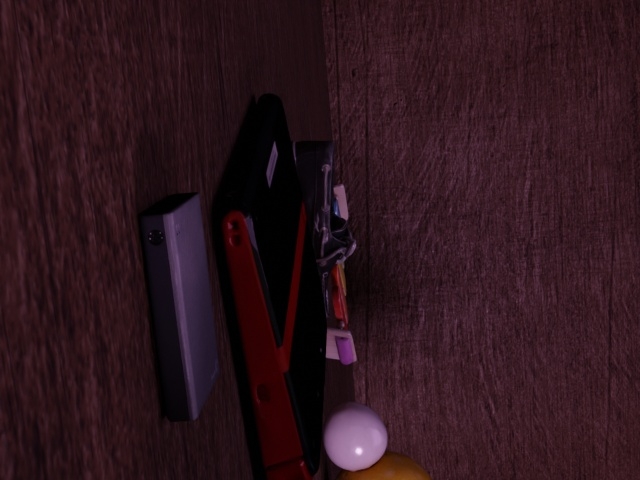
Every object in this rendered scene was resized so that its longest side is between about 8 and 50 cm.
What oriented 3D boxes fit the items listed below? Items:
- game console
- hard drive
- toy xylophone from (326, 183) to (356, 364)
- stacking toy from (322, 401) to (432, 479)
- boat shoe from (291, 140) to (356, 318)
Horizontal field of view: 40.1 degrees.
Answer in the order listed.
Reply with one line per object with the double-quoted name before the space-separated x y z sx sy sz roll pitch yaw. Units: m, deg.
"game console" -0.051 0.046 0.992 0.386 0.060 0.342 -87 166 -65
"hard drive" -0.092 0.041 0.588 0.094 0.022 0.135 -74 159 -78
"toy xylophone" 0.009 0.045 1.508 0.236 0.081 0.322 75 12 -66
"stacking toy" 0.118 0.518 1.625 0.350 0.351 0.480 -77 143 -76
"boat shoe" 0.000 -0.002 1.283 0.113 0.105 0.306 -83 167 -69
